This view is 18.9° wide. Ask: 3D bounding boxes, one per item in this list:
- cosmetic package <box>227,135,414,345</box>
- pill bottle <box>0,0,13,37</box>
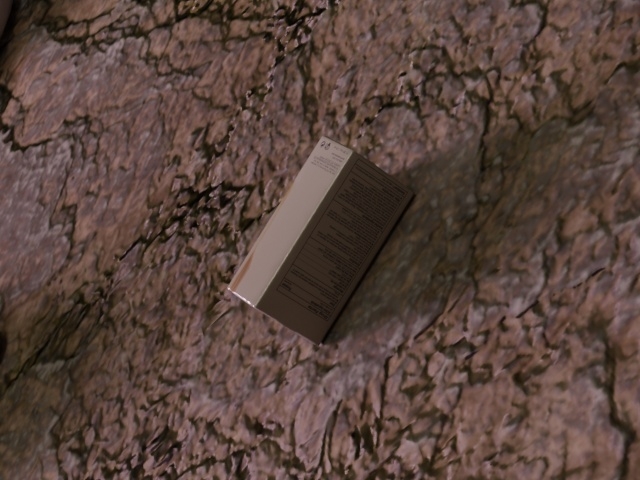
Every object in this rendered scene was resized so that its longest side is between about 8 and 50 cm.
[{"bbox_3d":[0.000,0.000,1.194,0.115,0.060,0.041,-57,35,-2],"label":"cosmetic package"},{"bbox_3d":[-0.485,-0.265,1.659,0.229,0.408,0.229,-29,44,32],"label":"pill bottle"}]
